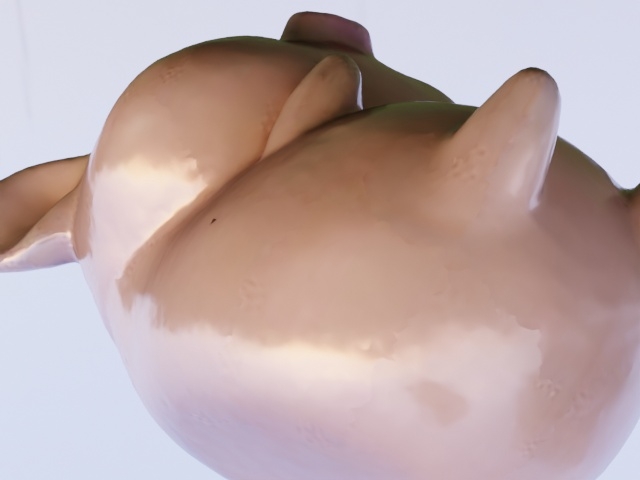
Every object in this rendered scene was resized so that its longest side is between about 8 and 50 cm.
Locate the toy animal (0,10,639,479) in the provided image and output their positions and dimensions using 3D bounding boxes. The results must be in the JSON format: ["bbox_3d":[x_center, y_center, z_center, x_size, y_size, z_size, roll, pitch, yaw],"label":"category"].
[{"bbox_3d":[0.005,0.009,0.561,0.166,0.154,0.250,30,179,-31],"label":"toy animal"}]
